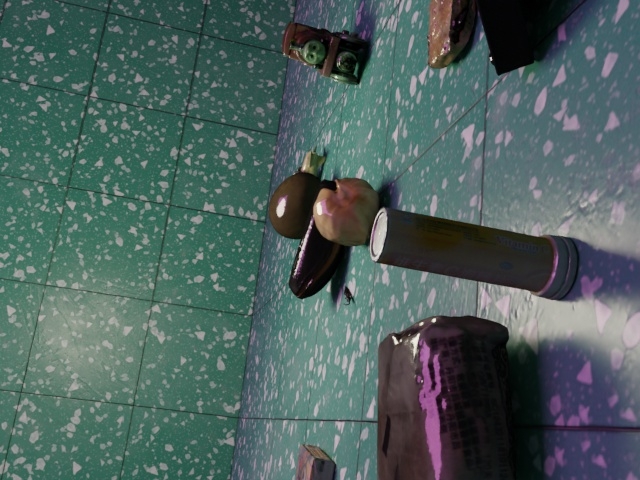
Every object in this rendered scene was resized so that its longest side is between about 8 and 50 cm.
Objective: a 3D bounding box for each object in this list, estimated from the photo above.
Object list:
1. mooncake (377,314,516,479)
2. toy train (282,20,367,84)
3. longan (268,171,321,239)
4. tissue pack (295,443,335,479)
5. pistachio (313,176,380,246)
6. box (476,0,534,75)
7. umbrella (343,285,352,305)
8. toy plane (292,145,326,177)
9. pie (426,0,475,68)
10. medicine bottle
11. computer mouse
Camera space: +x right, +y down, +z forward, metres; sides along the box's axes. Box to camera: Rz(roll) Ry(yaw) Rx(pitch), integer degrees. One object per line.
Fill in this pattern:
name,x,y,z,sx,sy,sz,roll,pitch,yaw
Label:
mooncake,0.154,0.217,0.832,0.250,0.136,0.255,128,145,-70
toy train,0.008,-0.553,1.966,0.304,0.221,0.150,-111,35,-67
longan,-0.062,-0.098,2.017,0.212,0.198,0.198,-51,27,36
tissue pack,-0.016,0.543,1.559,0.148,0.060,0.109,166,115,-76
pistachio,0.062,-0.058,1.520,0.229,0.157,0.157,95,-178,-78
box,0.222,-0.412,0.945,0.211,0.058,0.350,55,-153,-43
umbrella,0.066,0.132,1.623,0.122,0.022,0.013,-83,-20,-72
toy plane,-0.049,-0.186,2.259,0.242,0.104,0.256,-69,-1,-72
pie,0.229,-0.415,1.211,0.185,0.052,0.218,-155,73,-76
medicine bottle,0.166,0.013,0.742,0.074,0.218,0.074,-170,90,-80
computer mouse,0.005,0.002,1.779,0.183,0.116,0.324,-153,80,-79
